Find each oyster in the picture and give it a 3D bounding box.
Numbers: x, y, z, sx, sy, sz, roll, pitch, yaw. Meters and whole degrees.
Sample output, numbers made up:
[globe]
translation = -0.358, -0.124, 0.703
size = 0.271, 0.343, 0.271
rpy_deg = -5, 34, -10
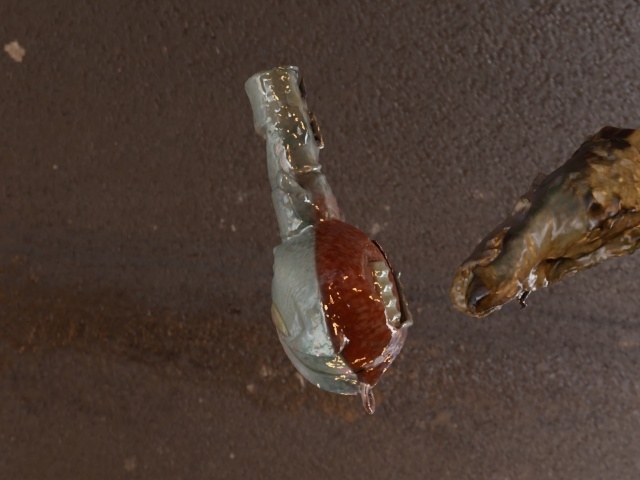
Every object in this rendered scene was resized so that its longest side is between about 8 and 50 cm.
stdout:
[oyster]
translation = 0.297, -0.020, 1.103
size = 0.337, 0.198, 0.133
rpy_deg = -41, 106, 1

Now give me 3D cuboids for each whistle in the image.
[whistle]
translation = 0.001, 0.000, 0.880
size = 0.134, 0.346, 0.142
rpy_deg = -21, 170, 36
